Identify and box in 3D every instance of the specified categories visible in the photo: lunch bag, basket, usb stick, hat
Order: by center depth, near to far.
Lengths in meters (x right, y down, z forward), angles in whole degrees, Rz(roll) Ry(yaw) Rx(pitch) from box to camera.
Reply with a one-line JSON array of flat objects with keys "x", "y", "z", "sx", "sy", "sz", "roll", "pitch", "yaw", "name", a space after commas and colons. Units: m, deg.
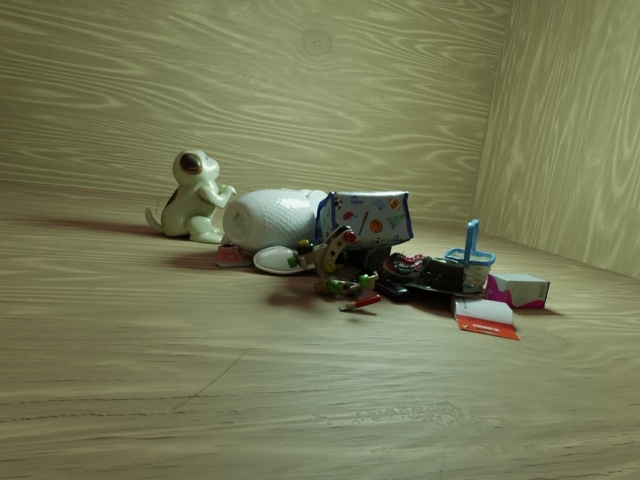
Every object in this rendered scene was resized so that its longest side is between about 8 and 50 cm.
[{"x": 0.230, "y": 0.167, "z": 1.705, "sx": 0.077, "sy": 0.045, "sz": 0.278, "roll": -5, "pitch": 15, "yaw": -27, "name": "usb stick"}, {"x": 0.437, "y": 0.126, "z": 1.705, "sx": 0.331, "sy": 0.134, "sz": 0.331, "roll": 3, "pitch": -2, "yaw": 0, "name": "hat"}, {"x": 0.156, "y": -0.071, "z": 1.872, "sx": 0.328, "sy": 0.239, "sz": 0.385, "roll": 0, "pitch": -11, "yaw": -9, "name": "lunch bag"}, {"x": 0.628, "y": 0.060, "z": 1.919, "sx": 0.201, "sy": 0.289, "sz": 0.255, "roll": 13, "pitch": 10, "yaw": 24, "name": "basket"}]

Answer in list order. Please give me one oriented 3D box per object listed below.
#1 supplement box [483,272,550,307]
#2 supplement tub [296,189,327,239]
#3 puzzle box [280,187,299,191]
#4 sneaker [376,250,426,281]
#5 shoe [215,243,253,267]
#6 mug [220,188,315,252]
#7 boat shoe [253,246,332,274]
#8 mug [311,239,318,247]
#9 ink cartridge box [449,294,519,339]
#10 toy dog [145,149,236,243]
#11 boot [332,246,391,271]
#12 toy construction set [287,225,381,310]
[{"x": 0.769, "y": 0.196, "z": 1.790, "sx": 0.220, "sy": 0.111, "sz": 0.114, "roll": 4, "pitch": 11, "yaw": -25, "name": "supplement box"}, {"x": -0.123, "y": -0.111, "z": 2.178, "sx": 0.331, "sy": 0.241, "sz": 0.241, "roll": -8, "pitch": -2, "yaw": 39, "name": "supplement tub"}, {"x": -0.046, "y": -0.124, "z": 2.432, "sx": 0.272, "sy": 0.052, "sz": 0.409, "roll": 11, "pitch": -26, "yaw": 16, "name": "puzzle box"}, {"x": 0.364, "y": 0.120, "z": 1.911, "sx": 0.299, "sy": 0.121, "sz": 0.112, "roll": 13, "pitch": -37, "yaw": -34, "name": "sneaker"}, {"x": -0.328, "y": 0.054, "z": 1.769, "sx": 0.063, "sy": 0.081, "sz": 0.178, "roll": 16, "pitch": 13, "yaw": 37, "name": "shoe"}, {"x": -0.259, "y": -0.053, "z": 1.909, "sx": 0.374, "sy": 0.276, "sz": 0.328, "roll": -32, "pitch": -15, "yaw": 34, "name": "mug"}, {"x": -0.112, "y": 0.092, "z": 1.787, "sx": 0.319, "sy": 0.116, "sz": 0.099, "roll": -3, "pitch": -27, "yaw": -23, "name": "boat shoe"}, {"x": 0.008, "y": -0.002, "z": 2.292, "sx": 0.158, "sy": 0.097, "sz": 0.129, "roll": -29, "pitch": -14, "yaw": 37, "name": "mug"}, {"x": 0.537, "y": 0.245, "z": 1.499, "sx": 0.189, "sy": 0.066, "sz": 0.232, "roll": 10, "pitch": 6, "yaw": 7, "name": "ink cartridge box"}, {"x": -0.602, "y": -0.222, "z": 2.157, "sx": 0.395, "sy": 0.408, "sz": 0.284, "roll": 6, "pitch": 10, "yaw": -13, "name": "toy dog"}, {"x": 0.177, "y": 0.033, "z": 2.159, "sx": 0.284, "sy": 0.138, "sz": 0.377, "roll": 13, "pitch": 19, "yaw": 21, "name": "boot"}, {"x": 0.028, "y": 0.115, "z": 1.514, "sx": 0.237, "sy": 0.257, "sz": 0.309, "roll": -14, "pitch": 40, "yaw": -18, "name": "toy construction set"}]
